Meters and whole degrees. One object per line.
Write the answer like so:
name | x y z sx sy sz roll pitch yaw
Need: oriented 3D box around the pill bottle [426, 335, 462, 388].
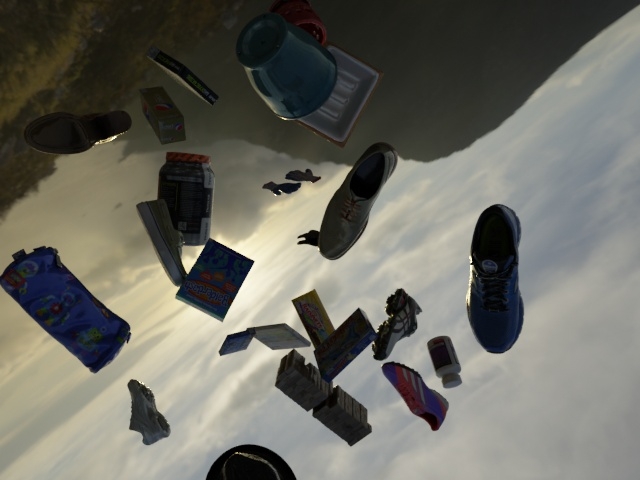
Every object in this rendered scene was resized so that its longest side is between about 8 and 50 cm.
pill bottle | 0.507 0.495 2.200 0.108 0.108 0.194 -34 -131 27

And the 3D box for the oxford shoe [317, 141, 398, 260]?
oxford shoe | 0.089 -0.110 1.602 0.397 0.140 0.146 -65 172 16

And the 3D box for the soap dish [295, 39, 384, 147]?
soap dish | 0.049 -0.505 1.884 0.291 0.229 0.118 -61 -174 11

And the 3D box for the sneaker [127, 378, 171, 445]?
sneaker | -0.599 0.574 1.797 0.115 0.232 0.090 -35 161 1

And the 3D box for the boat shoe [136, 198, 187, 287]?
boat shoe | -0.468 -0.003 1.661 0.094 0.302 0.109 -24 165 -19

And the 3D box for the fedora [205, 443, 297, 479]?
fedora | -0.221 0.805 1.766 0.334 0.334 0.152 -44 157 -35

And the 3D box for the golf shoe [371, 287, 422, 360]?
golf shoe | 0.249 0.275 1.710 0.105 0.120 0.273 -47 -169 50

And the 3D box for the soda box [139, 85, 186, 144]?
soda box | -0.365 -0.290 1.249 0.058 0.061 0.181 -15 -138 -23

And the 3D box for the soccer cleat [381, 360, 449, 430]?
soccer cleat | 0.340 0.564 1.977 0.108 0.318 0.116 -34 -160 46

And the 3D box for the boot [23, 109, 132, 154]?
boot | -0.666 -0.280 1.425 0.220 0.109 0.283 -2 -156 41

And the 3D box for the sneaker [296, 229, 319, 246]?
sneaker | 0.000 -0.002 2.048 0.089 0.170 0.051 -68 165 -66

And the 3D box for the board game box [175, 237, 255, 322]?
board game box | -0.314 0.117 1.629 0.210 0.160 0.047 -65 -175 -28

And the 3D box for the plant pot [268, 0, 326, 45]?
plant pot | -0.096 -0.778 1.969 0.191 0.174 0.191 -20 156 -10

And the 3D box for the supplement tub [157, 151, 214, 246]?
supplement tub | -0.506 -0.155 2.034 0.207 0.338 0.207 6 -175 -1

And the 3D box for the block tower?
block tower | 0.007 0.472 1.624 0.091 0.335 0.097 -41 -165 19

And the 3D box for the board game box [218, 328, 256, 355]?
board game box | -0.244 0.298 1.584 0.090 0.020 0.090 -8 143 -38

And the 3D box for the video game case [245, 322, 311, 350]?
video game case | -0.189 0.437 2.450 0.227 0.206 0.026 -12 -130 33

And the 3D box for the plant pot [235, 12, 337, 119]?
plant pot | -0.119 -0.559 1.693 0.271 0.272 0.255 -37 152 13

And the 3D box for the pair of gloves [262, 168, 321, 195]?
pair of gloves | -0.096 -0.206 1.874 0.159 0.023 0.198 17 -141 43

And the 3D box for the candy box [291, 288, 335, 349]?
candy box | -0.018 0.283 1.917 0.105 0.206 0.027 -28 177 29

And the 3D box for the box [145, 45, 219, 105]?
box | -0.444 -0.530 1.747 0.045 0.190 0.184 -52 149 -2

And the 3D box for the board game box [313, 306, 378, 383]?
board game box | 0.070 0.305 1.589 0.201 0.035 0.136 -46 -157 8

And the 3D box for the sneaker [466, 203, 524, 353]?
sneaker | 0.368 0.079 1.176 0.129 0.330 0.147 -3 173 27

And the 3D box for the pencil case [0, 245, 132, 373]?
pencil case | -0.546 0.143 1.178 0.133 0.306 0.119 -40 -167 -2
